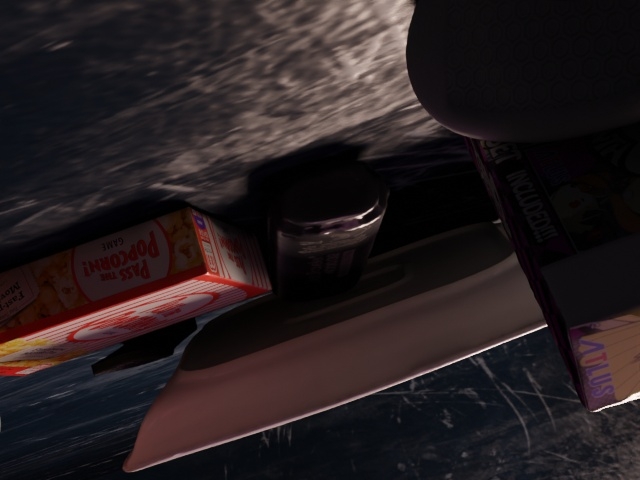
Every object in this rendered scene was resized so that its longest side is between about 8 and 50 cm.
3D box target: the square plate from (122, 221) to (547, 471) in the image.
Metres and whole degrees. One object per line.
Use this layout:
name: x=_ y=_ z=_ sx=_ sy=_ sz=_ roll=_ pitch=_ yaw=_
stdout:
square plate: x=0.026 y=0.061 z=1.065 sx=0.347 sy=0.049 sz=0.344 roll=-20 pitch=-173 yaw=4

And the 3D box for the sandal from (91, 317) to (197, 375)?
sandal: x=-0.149 y=0.077 z=1.132 sx=0.067 sy=0.040 sz=0.179 roll=-13 pitch=-175 yaw=9

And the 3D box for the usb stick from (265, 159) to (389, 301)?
usb stick: x=0.000 y=0.000 z=0.919 sx=0.077 sy=0.045 sz=0.278 roll=-11 pitch=170 yaw=-4

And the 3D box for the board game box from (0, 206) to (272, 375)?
board game box: x=-0.144 y=0.037 z=0.871 sx=0.194 sy=0.045 sz=0.147 roll=-19 pitch=170 yaw=11

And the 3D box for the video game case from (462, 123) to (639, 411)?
video game case: x=0.159 y=-0.053 z=0.492 sx=0.210 sy=0.041 sz=0.232 roll=-17 pitch=-146 yaw=3

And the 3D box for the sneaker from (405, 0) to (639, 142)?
sneaker: x=0.174 y=-0.107 z=0.447 sx=0.296 sy=0.104 sz=0.147 roll=-29 pitch=160 yaw=34
